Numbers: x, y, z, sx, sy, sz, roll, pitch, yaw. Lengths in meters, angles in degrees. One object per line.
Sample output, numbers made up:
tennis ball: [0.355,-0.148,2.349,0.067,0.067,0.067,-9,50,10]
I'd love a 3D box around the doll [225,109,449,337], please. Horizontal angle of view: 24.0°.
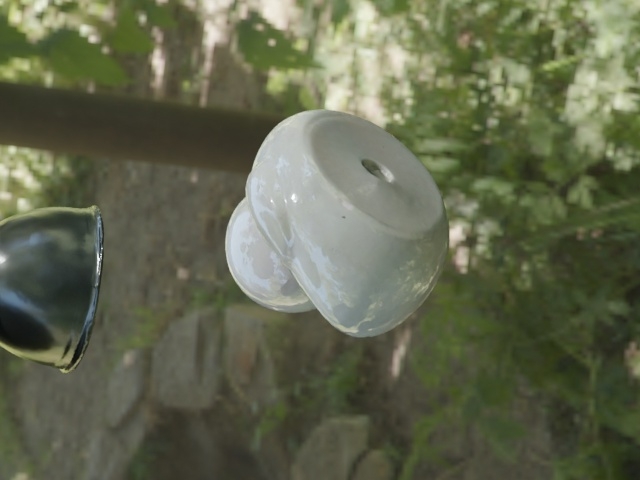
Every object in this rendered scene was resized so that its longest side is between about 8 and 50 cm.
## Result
doll: [0.000,0.000,1.440,0.251,0.221,0.221,61,141,40]

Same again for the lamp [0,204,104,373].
lamp: [-0.309,0.032,1.249,0.147,0.227,0.172,-175,93,-69]
